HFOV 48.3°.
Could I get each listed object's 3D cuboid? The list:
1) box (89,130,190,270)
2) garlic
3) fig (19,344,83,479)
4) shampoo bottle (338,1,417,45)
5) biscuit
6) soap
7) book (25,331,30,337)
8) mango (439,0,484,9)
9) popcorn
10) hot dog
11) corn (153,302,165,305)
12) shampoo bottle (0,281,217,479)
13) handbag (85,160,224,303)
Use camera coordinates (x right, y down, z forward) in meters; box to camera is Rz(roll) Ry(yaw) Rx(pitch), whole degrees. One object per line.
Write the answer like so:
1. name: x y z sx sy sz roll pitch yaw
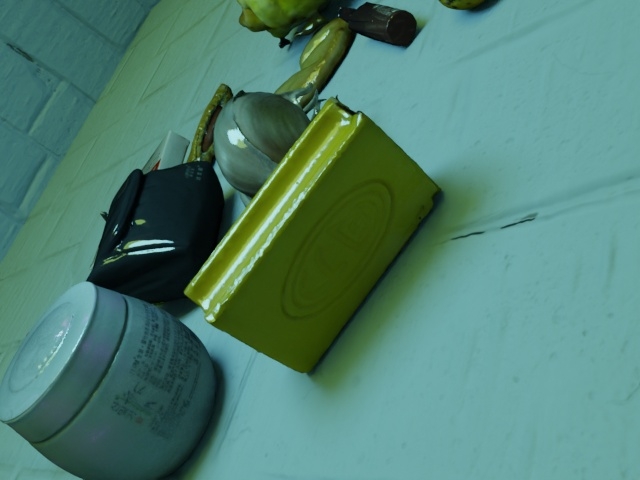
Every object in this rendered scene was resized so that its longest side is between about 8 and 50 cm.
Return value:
1. box: -0.445 -0.085 1.750 0.353 0.069 0.214 -45 28 38
2. garlic: -0.034 -0.134 1.085 0.237 0.210 0.292 -22 48 -3
3. fig: -0.431 0.304 1.290 0.217 0.216 0.321 -30 66 36
4. shampoo bottle: 0.103 -0.415 1.357 0.067 0.068 0.236 -53 28 5
5. biscuit: -0.031 -0.347 1.504 0.299 0.045 0.154 -57 31 -5
6. soap: 0.000 -0.001 0.929 0.324 0.204 0.096 -54 40 1
7. book: -0.527 0.294 1.411 0.022 0.162 0.232 -41 31 12
8. mango: 0.239 -0.443 1.171 0.115 0.090 0.178 -23 37 28
9. popcorn: -0.082 -0.588 1.601 0.315 0.281 0.297 -6 26 46
10. hot dog: -0.268 -0.258 1.731 0.083 0.068 0.289 130 157 -59
11. corn: -0.348 0.067 1.493 0.072 0.072 0.203 -48 29 10
12. shampoo bottle: -0.319 0.219 1.085 0.273 0.266 0.273 -36 32 27
13. handbag: -0.340 -0.025 1.385 0.274 0.178 0.302 -7 40 6
